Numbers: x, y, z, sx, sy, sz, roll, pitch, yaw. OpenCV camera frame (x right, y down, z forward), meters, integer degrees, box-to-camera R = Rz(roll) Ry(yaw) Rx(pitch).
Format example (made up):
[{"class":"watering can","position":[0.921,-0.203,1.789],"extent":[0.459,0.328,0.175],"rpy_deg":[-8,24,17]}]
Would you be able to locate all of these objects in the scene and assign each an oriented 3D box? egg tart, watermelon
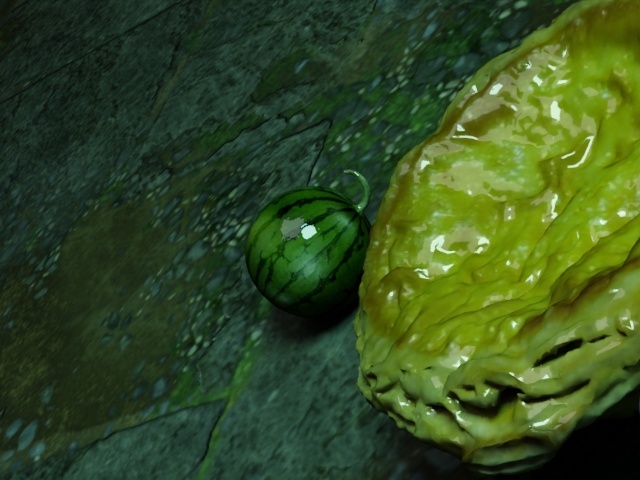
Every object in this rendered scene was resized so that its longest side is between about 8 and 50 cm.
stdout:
[{"class":"egg tart","position":[0.158,-0.004,0.819],"extent":[0.341,0.129,0.341],"rpy_deg":[-33,31,23]},{"class":"watermelon","position":[-0.002,0.006,1.058],"extent":[0.109,0.109,0.109],"rpy_deg":[-33,30,21]}]

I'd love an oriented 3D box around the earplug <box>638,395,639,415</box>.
[{"class":"earplug","position":[0.252,0.141,0.468],"extent":[0.185,0.185,0.324],"rpy_deg":[-38,35,13]}]
